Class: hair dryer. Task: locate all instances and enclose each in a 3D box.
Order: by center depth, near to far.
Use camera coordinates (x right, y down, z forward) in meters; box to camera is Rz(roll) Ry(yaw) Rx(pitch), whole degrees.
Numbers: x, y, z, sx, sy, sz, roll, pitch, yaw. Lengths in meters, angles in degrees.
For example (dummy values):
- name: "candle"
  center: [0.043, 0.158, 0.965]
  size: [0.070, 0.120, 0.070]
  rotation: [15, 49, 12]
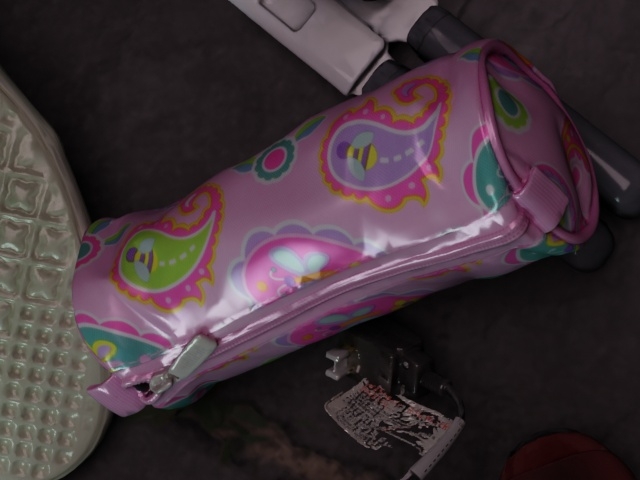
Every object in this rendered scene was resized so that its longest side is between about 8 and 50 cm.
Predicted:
- name: "hair dryer"
  center: [0.069, 0.176, 0.936]
  size: [0.293, 0.080, 0.223]
  rotation: [28, 57, 27]

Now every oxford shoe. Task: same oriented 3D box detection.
- name: "oxford shoe"
  center: [-0.247, -0.067, 1.081]
  size: [0.169, 0.130, 0.449]
  rotation: [-30, 90, 2]

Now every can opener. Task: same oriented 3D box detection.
- name: "can opener"
  center: [0.054, -0.095, 1.011]
  size: [0.283, 0.095, 0.076]
  rotation: [40, 94, 17]

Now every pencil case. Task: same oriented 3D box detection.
- name: "pencil case"
  center: [0.000, 0.000, 0.965]
  size: [0.284, 0.124, 0.124]
  rotation: [-24, 75, 26]
